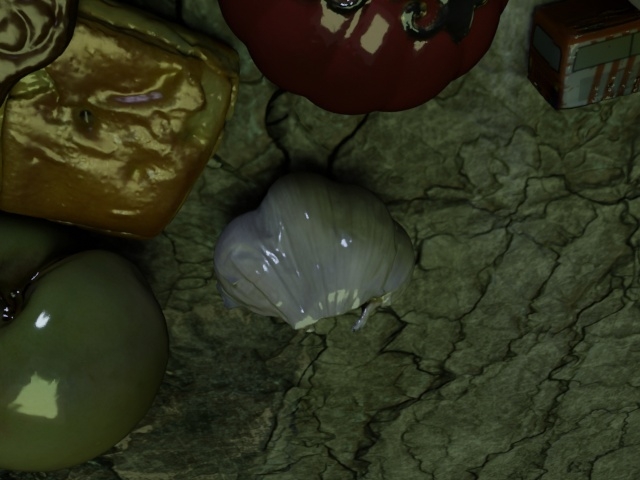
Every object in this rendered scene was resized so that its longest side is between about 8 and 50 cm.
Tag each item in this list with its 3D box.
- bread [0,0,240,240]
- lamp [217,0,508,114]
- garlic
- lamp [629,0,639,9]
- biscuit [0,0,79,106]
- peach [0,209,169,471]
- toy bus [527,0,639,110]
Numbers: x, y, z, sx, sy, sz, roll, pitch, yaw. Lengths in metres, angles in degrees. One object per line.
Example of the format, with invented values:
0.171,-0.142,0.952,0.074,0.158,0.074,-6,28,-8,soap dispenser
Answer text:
-0.202,-0.103,0.547,0.210,0.099,0.235,15,127,-25,bread
0.031,-0.205,0.436,0.226,0.227,0.227,-6,134,-7,lamp
0.000,0.000,0.649,0.229,0.178,0.143,-1,115,-18,garlic
0.294,-0.267,0.478,0.246,0.108,0.180,7,88,-6,lamp
-0.289,-0.215,0.386,0.257,0.049,0.273,21,105,-19,biscuit
-0.306,0.107,0.617,0.292,0.247,0.292,9,144,7,peach
0.415,-0.222,0.577,0.408,0.093,0.092,-15,132,0,toy bus
